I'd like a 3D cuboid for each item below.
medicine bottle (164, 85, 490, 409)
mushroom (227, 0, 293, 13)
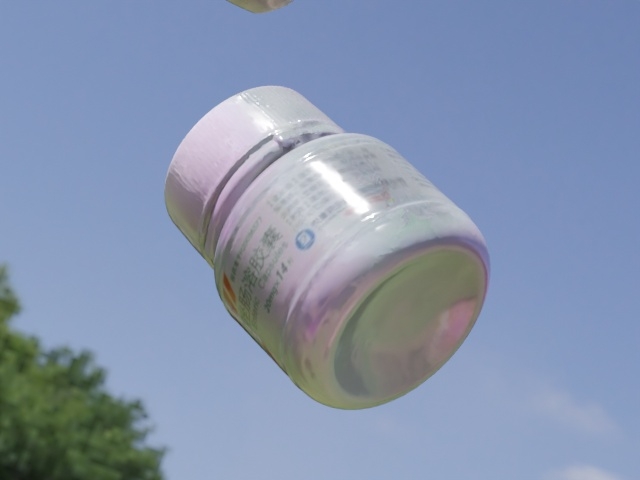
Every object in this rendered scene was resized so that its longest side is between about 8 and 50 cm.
[{"bbox_3d":[0.000,0.000,1.938,0.302,0.241,0.241,45,1,37],"label":"medicine bottle"},{"bbox_3d":[-0.111,-0.317,2.050,0.212,0.097,0.088,20,6,-36],"label":"mushroom"}]
